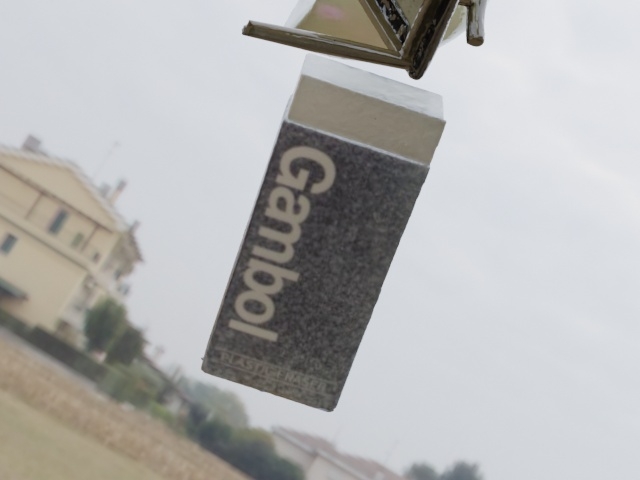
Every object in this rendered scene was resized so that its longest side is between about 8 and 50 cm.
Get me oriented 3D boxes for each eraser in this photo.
[{"bbox_3d":[0.000,0.000,0.716,0.092,0.212,0.046,18,28,-4],"label":"eraser"}]

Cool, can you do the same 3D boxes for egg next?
[{"bbox_3d":[0.118,-0.338,1.480,0.201,0.337,0.337,34,-11,-9],"label":"egg"}]

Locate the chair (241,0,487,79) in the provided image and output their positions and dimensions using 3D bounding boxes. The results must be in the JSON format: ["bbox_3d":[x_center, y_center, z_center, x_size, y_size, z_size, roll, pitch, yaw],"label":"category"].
[{"bbox_3d":[0.073,-0.240,0.930,0.272,0.188,0.166,6,37,-26],"label":"chair"}]
